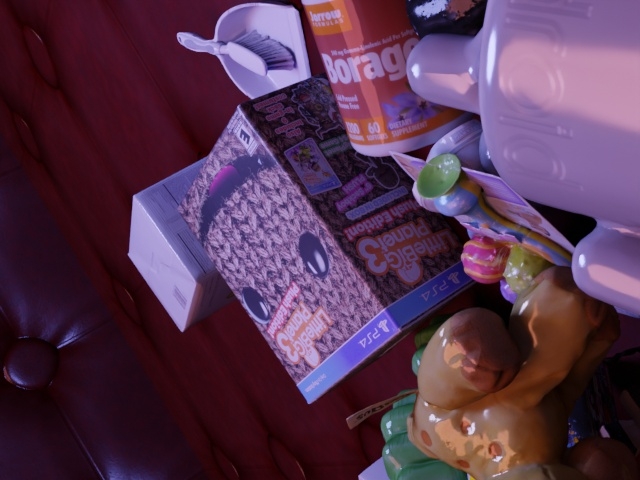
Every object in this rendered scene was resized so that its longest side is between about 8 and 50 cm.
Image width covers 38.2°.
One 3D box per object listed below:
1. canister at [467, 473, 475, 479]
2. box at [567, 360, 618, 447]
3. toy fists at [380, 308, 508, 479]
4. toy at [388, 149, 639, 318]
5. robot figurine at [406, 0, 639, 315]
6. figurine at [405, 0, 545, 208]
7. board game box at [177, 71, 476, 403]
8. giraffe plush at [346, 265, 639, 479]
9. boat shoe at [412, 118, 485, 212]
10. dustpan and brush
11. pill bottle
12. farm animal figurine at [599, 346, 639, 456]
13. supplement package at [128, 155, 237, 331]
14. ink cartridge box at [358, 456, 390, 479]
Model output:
[{"bbox_3d":[0.176,0.248,0.794,0.073,0.126,0.169,-11,79,26],"label":"canister"},{"bbox_3d":[0.234,0.213,0.794,0.159,0.044,0.233,23,-123,-62],"label":"box"},{"bbox_3d":[0.140,0.174,0.920,0.096,0.279,0.142,-24,110,35],"label":"toy fists"},{"bbox_3d":[0.159,0.013,0.796,0.237,0.056,0.137,42,168,-36],"label":"toy"},{"bbox_3d":[0.222,-0.092,0.468,0.354,0.200,0.299,17,105,33],"label":"robot figurine"},{"bbox_3d":[0.186,-0.138,0.677,0.209,0.092,0.214,-13,107,60],"label":"figurine"},{"bbox_3d":[0.000,0.000,1.055,0.291,0.141,0.232,54,143,11],"label":"board game box"},{"bbox_3d":[0.147,0.147,0.645,0.170,0.210,0.181,60,-171,28],"label":"giraffe plush"},{"bbox_3d":[0.134,-0.051,0.854,0.063,0.066,0.184,59,167,13],"label":"boat shoe"},{"bbox_3d":[-0.100,-0.232,1.126,0.211,0.060,0.147,33,145,44],"label":"dustpan and brush"},{"bbox_3d":[0.052,-0.193,0.812,0.121,0.121,0.216,15,131,57],"label":"pill bottle"},{"bbox_3d":[0.346,0.203,0.678,0.330,0.172,0.326,106,141,-68],"label":"farm animal figurine"},{"bbox_3d":[-0.137,-0.011,1.273,0.149,0.203,0.194,53,155,12],"label":"supplement package"},{"bbox_3d":[0.163,0.420,1.324,0.219,0.093,0.160,31,143,45],"label":"ink cartridge box"}]
